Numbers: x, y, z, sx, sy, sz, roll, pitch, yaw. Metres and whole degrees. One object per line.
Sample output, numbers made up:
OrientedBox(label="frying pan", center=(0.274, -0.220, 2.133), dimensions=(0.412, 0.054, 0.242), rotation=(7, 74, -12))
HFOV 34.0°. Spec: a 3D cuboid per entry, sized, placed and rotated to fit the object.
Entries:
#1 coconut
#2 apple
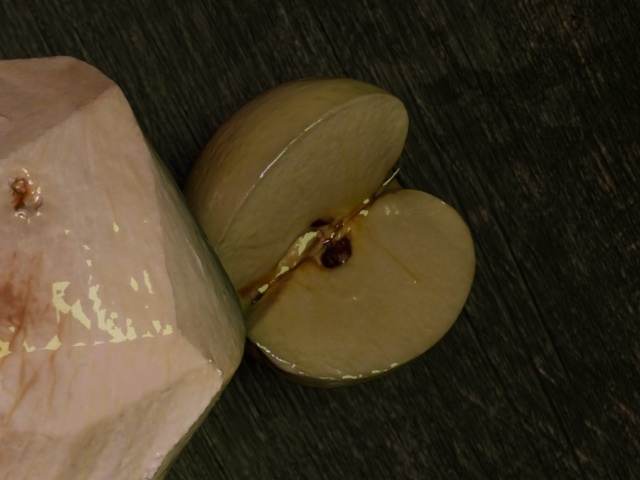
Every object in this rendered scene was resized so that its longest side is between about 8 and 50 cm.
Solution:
OrientedBox(label="coconut", center=(-0.256, 0.051, 0.775), dimensions=(0.416, 0.344, 0.415), rotation=(-19, 130, -24))
OrientedBox(label="apple", center=(-0.012, -0.007, 1.043), dimensions=(0.258, 0.233, 0.295), rotation=(-41, 113, -17))
